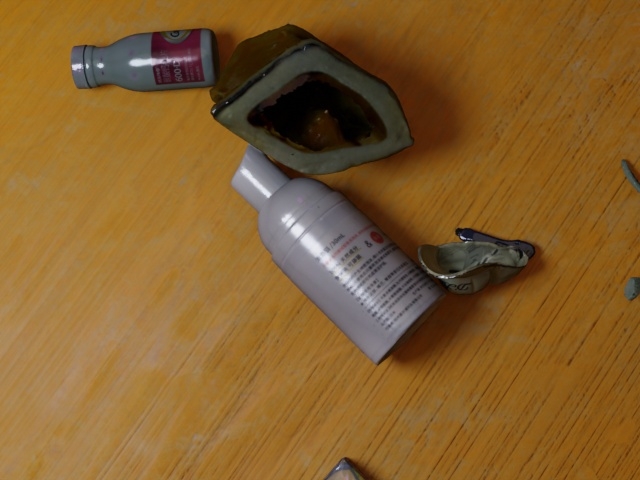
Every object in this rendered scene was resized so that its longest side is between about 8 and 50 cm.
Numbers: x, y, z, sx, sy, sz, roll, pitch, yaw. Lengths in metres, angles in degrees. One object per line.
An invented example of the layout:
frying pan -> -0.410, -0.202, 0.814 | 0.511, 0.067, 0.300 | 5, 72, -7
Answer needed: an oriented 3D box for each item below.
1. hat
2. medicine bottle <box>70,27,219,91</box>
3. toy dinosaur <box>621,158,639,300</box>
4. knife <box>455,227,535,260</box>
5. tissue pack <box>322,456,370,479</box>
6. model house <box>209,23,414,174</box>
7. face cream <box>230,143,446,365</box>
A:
hat -> 0.210, 0.043, 1.456 | 0.122, 0.166, 0.081 | 16, 102, 29
medicine bottle -> -0.267, -0.272, 1.576 | 0.217, 0.090, 0.090 | -4, 77, 2
toy dinosaur -> 0.478, 0.062, 1.463 | 0.129, 0.076, 0.383 | -14, 82, -33
knife -> 0.257, 0.003, 1.525 | 0.121, 0.018, 0.031 | 19, 86, 8
tissue pack -> 0.050, 0.390, 1.430 | 0.148, 0.060, 0.108 | 42, 84, 11
model house -> -0.023, -0.202, 1.491 | 0.268, 0.239, 0.173 | 32, 98, -24
face cream -> 0.000, 0.000, 1.478 | 0.145, 0.145, 0.370 | -44, 78, -7
